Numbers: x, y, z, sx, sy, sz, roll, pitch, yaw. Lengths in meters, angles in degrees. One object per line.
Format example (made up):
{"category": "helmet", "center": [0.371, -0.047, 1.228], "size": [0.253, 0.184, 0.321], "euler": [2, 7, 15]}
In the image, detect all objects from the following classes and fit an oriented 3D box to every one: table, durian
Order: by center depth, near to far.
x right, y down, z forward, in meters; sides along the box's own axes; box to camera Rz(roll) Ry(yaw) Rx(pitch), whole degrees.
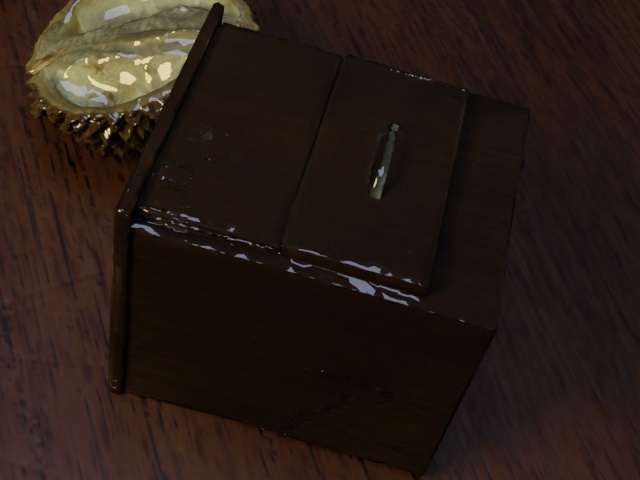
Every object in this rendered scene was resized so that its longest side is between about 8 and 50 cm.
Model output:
{"category": "table", "center": [0.000, 0.000, 0.640], "size": [0.193, 0.172, 0.169], "euler": [17, 50, 1]}
{"category": "durian", "center": [-0.101, -0.110, 0.754], "size": [0.188, 0.091, 0.148], "euler": [-6, 52, 10]}
